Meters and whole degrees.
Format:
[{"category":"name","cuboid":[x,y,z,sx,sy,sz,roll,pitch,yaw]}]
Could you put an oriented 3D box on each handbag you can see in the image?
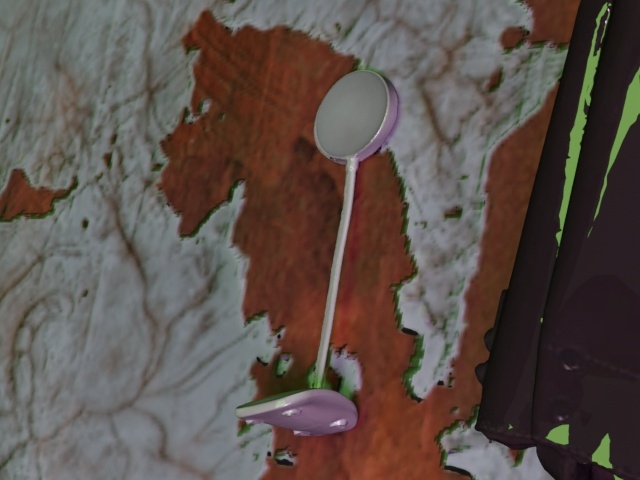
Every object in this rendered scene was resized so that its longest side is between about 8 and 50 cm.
[{"category":"handbag","cuboid":[0.202,0.013,0.696,0.285,0.113,0.257,25,94,37]}]

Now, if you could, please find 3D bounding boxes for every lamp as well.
[{"category":"lamp","cuboid":[0.000,0.000,0.920,0.050,0.056,0.198,-13,60,40]}]
